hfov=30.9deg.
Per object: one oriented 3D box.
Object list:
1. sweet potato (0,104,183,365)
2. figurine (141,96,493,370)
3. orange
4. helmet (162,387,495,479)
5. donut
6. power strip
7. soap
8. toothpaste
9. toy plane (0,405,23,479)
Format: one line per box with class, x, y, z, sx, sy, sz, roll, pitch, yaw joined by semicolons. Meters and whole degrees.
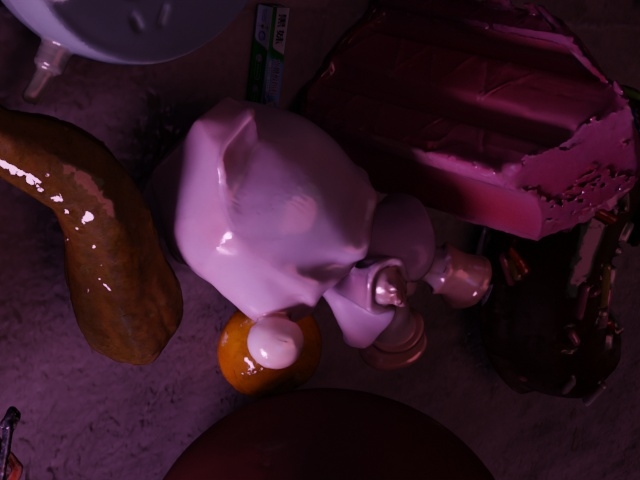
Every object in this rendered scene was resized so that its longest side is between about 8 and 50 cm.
sweet potato;-0.142;-0.004;0.718;0.081;0.062;0.233;-18;131;5
figurine;0.000;0.000;0.811;0.276;0.133;0.200;30;45;-34
orange;-0.040;0.082;0.886;0.083;0.070;0.083;-24;154;-12
helmet;0.004;0.223;0.851;0.385;0.337;0.230;60;25;-51
donut;0.286;-0.018;1.195;0.345;0.136;0.259;-52;143;-23
power strip;-0.105;-0.188;0.696;0.253;0.054;0.167;-52;139;-22
soap;0.118;-0.096;0.853;0.162;0.250;0.099;-48;136;-22
toothpaste;-0.039;-0.128;0.835;0.020;0.017;0.083;-11;116;-47
toy plane;-0.230;0.088;0.667;0.130;0.061;0.189;9;97;-22
